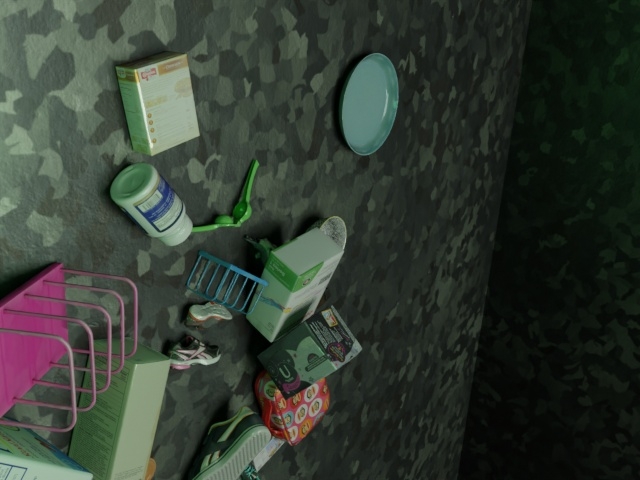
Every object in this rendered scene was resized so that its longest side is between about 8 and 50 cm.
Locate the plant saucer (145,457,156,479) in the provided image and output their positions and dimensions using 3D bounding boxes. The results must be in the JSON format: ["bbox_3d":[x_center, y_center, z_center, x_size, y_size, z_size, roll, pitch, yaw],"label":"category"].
[{"bbox_3d":[-0.460,0.602,1.699,0.083,0.013,0.084,-27,125,-47],"label":"plant saucer"}]

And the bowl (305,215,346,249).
[{"bbox_3d":[0.000,0.000,2.026,0.170,0.080,0.170,-27,125,-47],"label":"bowl"}]

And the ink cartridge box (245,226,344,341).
[{"bbox_3d":[-0.076,0.126,1.854,0.201,0.117,0.278,-29,152,-45],"label":"ink cartridge box"}]

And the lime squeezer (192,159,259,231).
[{"bbox_3d":[-0.235,-0.076,1.679,0.310,0.058,0.110,-46,138,-33],"label":"lime squeezer"}]

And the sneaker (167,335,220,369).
[{"bbox_3d":[-0.325,0.283,1.703,0.178,0.071,0.077,-1,95,-61],"label":"sneaker"}]

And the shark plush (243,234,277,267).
[{"bbox_3d":[-0.161,0.036,1.841,0.067,0.073,0.161,-39,148,5],"label":"shark plush"}]

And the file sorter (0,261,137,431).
[{"bbox_3d":[-0.480,0.194,1.231,0.291,0.182,0.202,-70,165,-70],"label":"file sorter"}]

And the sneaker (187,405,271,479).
[{"bbox_3d":[-0.282,0.614,1.877,0.321,0.127,0.126,-45,138,3],"label":"sneaker"}]

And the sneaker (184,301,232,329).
[{"bbox_3d":[-0.301,0.203,1.727,0.065,0.061,0.158,-52,150,18],"label":"sneaker"}]

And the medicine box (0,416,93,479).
[{"bbox_3d":[-0.613,0.409,1.169,0.149,0.263,0.289,-63,145,-15],"label":"medicine box"}]

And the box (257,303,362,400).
[{"bbox_3d":[-0.034,0.322,1.870,0.247,0.163,0.142,-40,172,40],"label":"box"}]

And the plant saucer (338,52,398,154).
[{"bbox_3d":[0.147,-0.431,2.078,0.317,0.043,0.318,-28,126,-47],"label":"plant saucer"}]

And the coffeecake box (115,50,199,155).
[{"bbox_3d":[-0.346,-0.296,1.410,0.142,0.068,0.186,-34,131,-43],"label":"coffeecake box"}]

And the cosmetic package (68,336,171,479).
[{"bbox_3d":[-0.457,0.392,1.481,0.113,0.160,0.310,6,100,-57],"label":"cosmetic package"}]

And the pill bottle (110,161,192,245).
[{"bbox_3d":[-0.364,-0.073,1.446,0.112,0.112,0.187,-57,144,-21],"label":"pill bottle"}]

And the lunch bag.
[{"bbox_3d":[-0.094,0.500,2.075,0.258,0.120,0.293,-43,134,-38],"label":"lunch bag"}]

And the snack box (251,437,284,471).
[{"bbox_3d":[-0.162,0.670,2.146,0.178,0.022,0.064,-40,133,-39],"label":"snack box"}]

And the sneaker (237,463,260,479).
[{"bbox_3d":[-0.227,0.703,2.020,0.065,0.076,0.167,-50,140,-32],"label":"sneaker"}]

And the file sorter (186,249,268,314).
[{"bbox_3d":[-0.243,0.113,1.699,0.170,0.118,0.105,34,79,-55],"label":"file sorter"}]

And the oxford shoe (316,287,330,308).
[{"bbox_3d":[-0.037,0.144,2.039,0.096,0.082,0.227,-50,139,-23],"label":"oxford shoe"}]
